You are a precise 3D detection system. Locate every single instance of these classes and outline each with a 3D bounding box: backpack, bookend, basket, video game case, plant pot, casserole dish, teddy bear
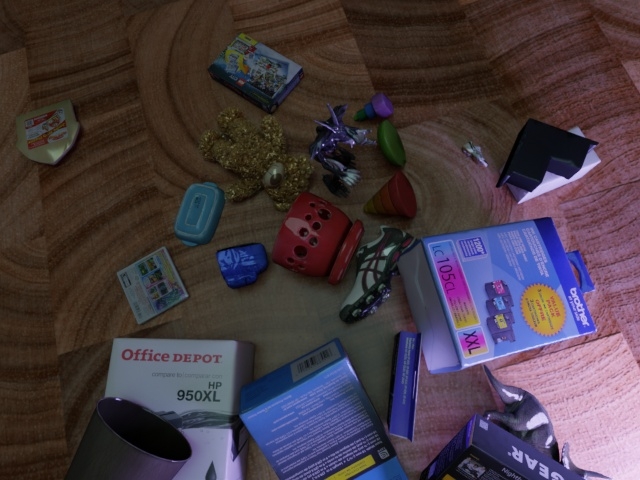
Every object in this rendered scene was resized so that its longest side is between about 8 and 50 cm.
[{"bbox_3d":[-0.189,0.062,1.056,0.120,0.098,0.101,-17,82,-13],"label":"backpack"},{"bbox_3d":[0.511,-0.171,0.961,0.157,0.072,0.156,24,79,11],"label":"bookend"},{"bbox_3d":[-0.377,0.441,0.765,0.205,0.154,0.226,27,83,14],"label":"basket"},{"bbox_3d":[-0.435,0.115,1.100,0.143,0.019,0.157,-30,73,-4],"label":"video game case"},{"bbox_3d":[0.000,0.000,1.007,0.174,0.191,0.191,24,78,8],"label":"plant pot"},{"bbox_3d":[-0.328,-0.077,1.136,0.114,0.037,0.188,13,75,8],"label":"casserole dish"},{"bbox_3d":[-0.182,-0.224,1.127,0.245,0.113,0.338,-33,74,-2],"label":"teddy bear"}]

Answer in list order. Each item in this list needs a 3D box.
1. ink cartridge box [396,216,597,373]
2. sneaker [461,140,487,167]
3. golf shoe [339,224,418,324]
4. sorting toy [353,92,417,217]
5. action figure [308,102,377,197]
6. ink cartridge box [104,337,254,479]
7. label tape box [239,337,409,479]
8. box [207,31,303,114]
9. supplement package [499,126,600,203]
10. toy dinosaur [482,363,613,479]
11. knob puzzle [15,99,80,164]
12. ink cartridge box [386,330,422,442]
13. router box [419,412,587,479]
[{"bbox_3d":[0.400,0.107,0.928,0.396,0.151,0.269,-9,74,-18],"label":"ink cartridge box"},{"bbox_3d":[0.415,-0.230,1.117,0.037,0.032,0.083,-40,75,-6],"label":"sneaker"},{"bbox_3d":[0.126,0.083,1.031,0.120,0.105,0.273,35,73,29],"label":"golf shoe"},{"bbox_3d":[0.150,-0.213,1.118,0.126,0.127,0.365,-20,68,30],"label":"sorting toy"},{"bbox_3d":[0.056,-0.212,1.016,0.141,0.275,0.164,24,78,12],"label":"action figure"},{"bbox_3d":[-0.312,0.414,0.927,0.286,0.166,0.394,0,74,5],"label":"ink cartridge box"},{"bbox_3d":[0.009,0.416,0.912,0.241,0.106,0.333,-27,105,-3],"label":"label tape box"},{"bbox_3d":[-0.189,-0.490,1.237,0.233,0.044,0.159,35,80,13],"label":"box"},{"bbox_3d":[0.564,-0.185,1.053,0.179,0.105,0.105,-22,73,0],"label":"supplement package"},{"bbox_3d":[0.440,0.408,0.908,0.160,0.121,0.313,-21,69,-14],"label":"toy dinosaur"},{"bbox_3d":[-0.793,-0.303,1.243,0.213,0.030,0.213,-1,74,4],"label":"knob puzzle"},{"bbox_3d":[0.174,0.299,0.896,0.045,0.208,0.206,7,75,7],"label":"ink cartridge box"},{"bbox_3d":[0.373,0.509,0.812,0.309,0.242,0.081,30,34,12],"label":"router box"}]
